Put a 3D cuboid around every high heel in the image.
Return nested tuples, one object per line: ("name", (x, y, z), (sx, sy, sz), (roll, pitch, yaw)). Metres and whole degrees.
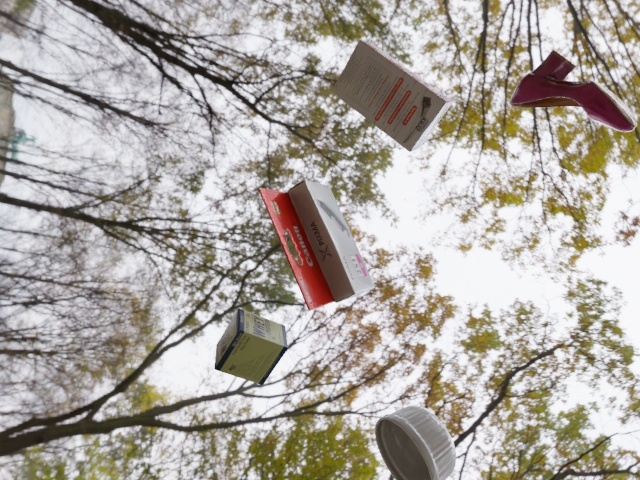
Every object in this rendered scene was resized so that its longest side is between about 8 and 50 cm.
("high heel", (0.425, -0.230, 0.757), (0.117, 0.082, 0.244), (-53, -140, 34))

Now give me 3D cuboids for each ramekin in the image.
("ramekin", (0.243, 0.522, 1.105), (0.207, 0.109, 0.207), (35, -46, 47))

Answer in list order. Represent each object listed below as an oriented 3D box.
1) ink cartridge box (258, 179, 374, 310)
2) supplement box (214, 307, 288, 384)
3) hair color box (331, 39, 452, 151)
("ink cartridge box", (0.000, 0.000, 0.945), (0.060, 0.239, 0.275), (-28, -101, 23))
("supplement box", (-0.107, 0.164, 0.673), (0.083, 0.083, 0.056), (-57, -158, 18))
("hair color box", (0.111, -0.228, 0.693), (0.167, 0.053, 0.093), (42, -58, 13))
